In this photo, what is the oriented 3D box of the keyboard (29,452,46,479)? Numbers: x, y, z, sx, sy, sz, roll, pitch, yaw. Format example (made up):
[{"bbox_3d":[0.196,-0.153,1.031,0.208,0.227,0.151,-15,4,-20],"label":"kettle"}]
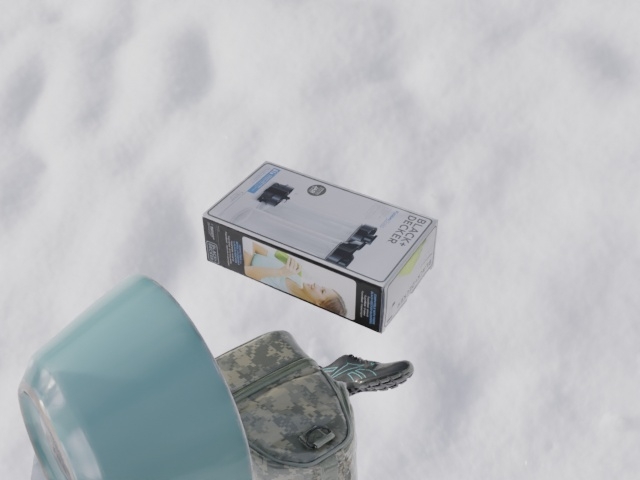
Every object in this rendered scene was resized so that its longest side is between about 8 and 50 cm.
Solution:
[{"bbox_3d":[-0.324,0.276,0.979,0.072,0.014,0.256,-8,51,2],"label":"keyboard"}]

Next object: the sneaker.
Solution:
[{"bbox_3d":[0.091,0.317,1.886,0.268,0.101,0.106,-17,62,15],"label":"sneaker"}]

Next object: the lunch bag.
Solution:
[{"bbox_3d":[-0.050,0.328,1.162,0.213,0.305,0.256,-22,40,-25],"label":"lunch bag"}]

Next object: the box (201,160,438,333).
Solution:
[{"bbox_3d":[0.000,0.000,1.103,0.290,0.087,0.169,22,44,24],"label":"box"}]

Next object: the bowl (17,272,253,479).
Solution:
[{"bbox_3d":[-0.226,0.210,0.881,0.163,0.311,0.311,-24,54,-31],"label":"bowl"}]
